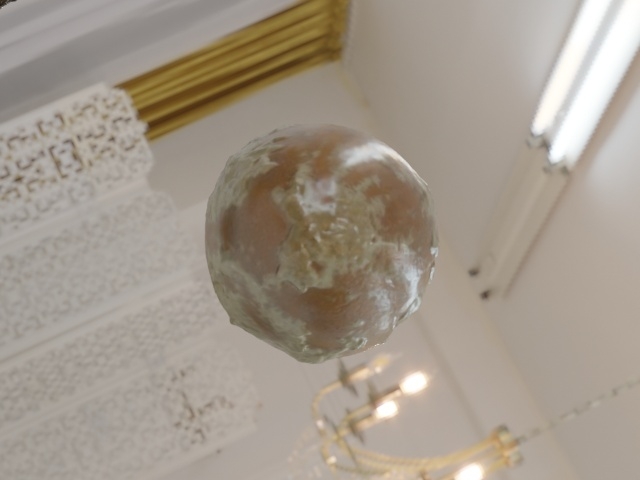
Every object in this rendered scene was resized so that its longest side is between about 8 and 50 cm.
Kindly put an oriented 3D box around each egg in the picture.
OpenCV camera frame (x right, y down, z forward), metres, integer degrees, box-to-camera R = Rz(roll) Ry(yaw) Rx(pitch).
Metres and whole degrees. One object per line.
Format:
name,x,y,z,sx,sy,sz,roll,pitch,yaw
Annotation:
egg,0.000,0.000,0.980,0.195,0.195,0.233,64,-5,9

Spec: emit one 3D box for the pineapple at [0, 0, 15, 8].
pineapple,-0.191,-0.316,0.886,0.223,0.223,0.357,78,7,-50
